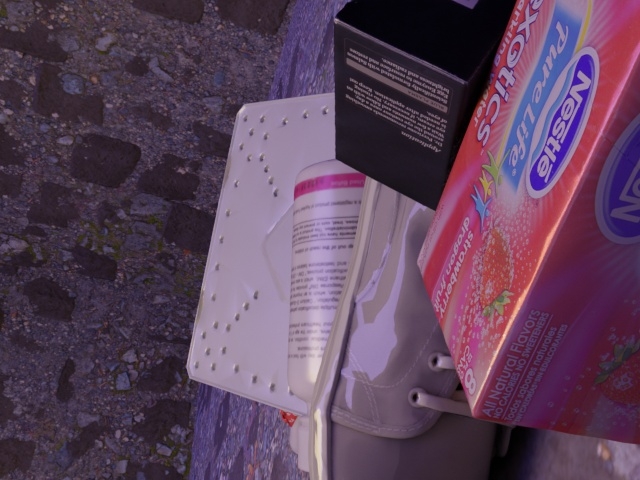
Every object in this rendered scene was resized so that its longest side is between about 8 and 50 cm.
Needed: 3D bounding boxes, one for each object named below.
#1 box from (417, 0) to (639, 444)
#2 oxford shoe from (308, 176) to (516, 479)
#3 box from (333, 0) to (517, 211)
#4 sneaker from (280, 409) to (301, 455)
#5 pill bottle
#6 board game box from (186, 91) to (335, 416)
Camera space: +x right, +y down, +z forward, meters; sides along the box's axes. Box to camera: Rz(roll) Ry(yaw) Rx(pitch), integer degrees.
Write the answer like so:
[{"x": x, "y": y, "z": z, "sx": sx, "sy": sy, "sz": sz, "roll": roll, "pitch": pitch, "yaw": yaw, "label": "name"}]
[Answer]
[{"x": 0.172, "y": -0.058, "z": 0.426, "sx": 0.154, "sy": 0.142, "sz": 0.299, "roll": -100, "pitch": 24, "yaw": -58, "label": "box"}, {"x": 0.096, "y": 0.087, "z": 0.661, "sx": 0.130, "sy": 0.169, "sz": 0.448, "roll": -6, "pitch": 72, "yaw": 52, "label": "oxford shoe"}, {"x": 0.087, "y": -0.130, "z": 0.570, "sx": 0.156, "sy": 0.093, "sz": 0.158, "roll": -55, "pitch": -16, "yaw": -21, "label": "box"}, {"x": -0.047, "y": 0.197, "z": 1.218, "sx": 0.090, "sy": 0.145, "sz": 0.270, "roll": -95, "pitch": 20, "yaw": -55, "label": "sneaker"}, {"x": 0.050, "y": 0.074, "z": 0.806, "sx": 0.160, "sy": 0.161, "sz": 0.282, "roll": 146, "pitch": 127, "yaw": -74, "label": "pill bottle"}, {"x": -0.010, "y": 0.012, "z": 1.050, "sx": 0.390, "sy": 0.050, "sz": 0.389, "roll": 4, "pitch": 82, "yaw": 50, "label": "board game box"}]
